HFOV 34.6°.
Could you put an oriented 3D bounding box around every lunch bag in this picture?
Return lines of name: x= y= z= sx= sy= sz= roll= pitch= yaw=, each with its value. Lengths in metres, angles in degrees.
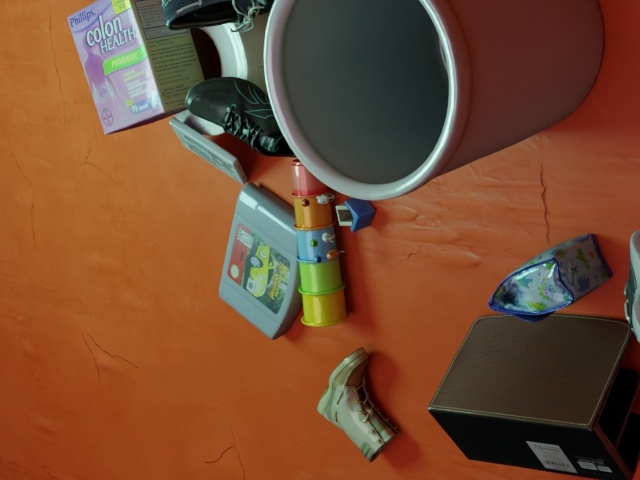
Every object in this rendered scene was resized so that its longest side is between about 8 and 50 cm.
lunch bag: x=0.348 y=0.064 z=1.586 sx=0.151 sy=0.129 sz=0.096 roll=-23 pitch=90 yaw=46

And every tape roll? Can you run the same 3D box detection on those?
tape roll: x=-0.201 y=-0.348 z=1.979 sx=0.286 sy=0.100 sz=0.286 roll=19 pitch=118 yaw=39

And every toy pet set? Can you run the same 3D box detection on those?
toy pet set: x=0.039 y=-0.030 z=1.863 sx=0.065 sy=0.114 sz=0.122 roll=3 pitch=109 yaw=54

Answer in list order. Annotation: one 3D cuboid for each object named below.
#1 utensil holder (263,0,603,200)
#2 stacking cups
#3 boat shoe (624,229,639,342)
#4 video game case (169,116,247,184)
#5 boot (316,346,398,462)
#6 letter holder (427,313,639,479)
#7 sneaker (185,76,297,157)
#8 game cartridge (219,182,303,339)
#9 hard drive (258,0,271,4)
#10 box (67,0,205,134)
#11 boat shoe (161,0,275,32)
utensil holder: x=0.169 y=-0.262 z=1.440 sx=0.328 sy=0.385 sz=0.327 roll=20 pitch=121 yaw=38
stacking cups: x=0.000 y=0.000 z=1.944 sx=0.096 sy=0.096 sz=0.316 roll=9 pitch=108 yaw=42
boat shoe: x=0.461 y=0.097 z=1.391 sx=0.108 sy=0.301 sz=0.102 roll=4 pitch=120 yaw=5
video game case: x=-0.220 y=-0.176 z=2.037 sx=0.157 sy=0.019 sz=0.143 roll=33 pitch=171 yaw=11
boot: x=0.086 y=0.320 z=1.991 sx=0.165 sy=0.077 sz=0.213 roll=45 pitch=138 yaw=23
letter holder: x=0.365 y=0.241 z=1.650 sx=0.302 sy=0.214 sz=0.152 roll=-2 pitch=137 yaw=44
sneaker: x=-0.115 y=-0.217 z=1.846 sx=0.267 sy=0.106 sz=0.101 roll=14 pitch=133 yaw=-3
game cartridge: x=-0.108 y=0.052 z=2.090 sx=0.196 sy=0.060 sz=0.294 roll=33 pitch=127 yaw=26
hard drive: x=-0.117 y=-0.519 z=1.782 sx=0.254 sy=0.172 sz=0.054 roll=47 pitch=157 yaw=22
box: x=-0.348 y=-0.348 z=1.965 sx=0.214 sy=0.117 sz=0.242 roll=-9 pitch=99 yaw=47
boat shoe: x=-0.150 y=-0.414 z=1.802 sx=0.095 sy=0.255 sz=0.079 roll=109 pitch=153 yaw=-63
